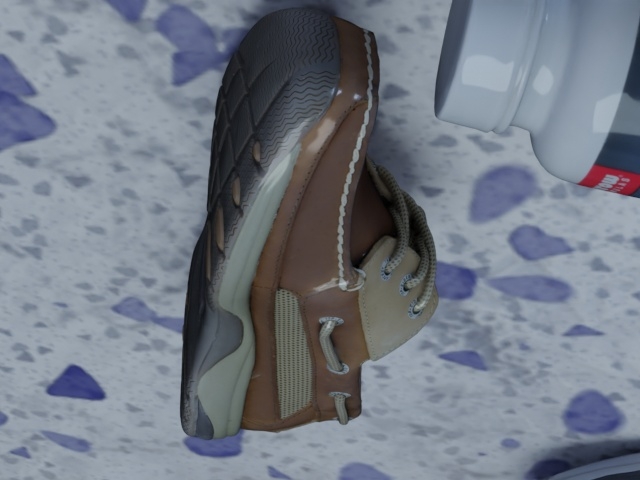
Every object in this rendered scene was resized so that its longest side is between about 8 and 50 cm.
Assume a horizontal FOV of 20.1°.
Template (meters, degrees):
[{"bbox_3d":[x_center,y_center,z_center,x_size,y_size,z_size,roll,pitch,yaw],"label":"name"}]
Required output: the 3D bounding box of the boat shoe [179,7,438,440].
[{"bbox_3d":[0.000,0.000,0.887,0.116,0.123,0.324,6,152,-7],"label":"boat shoe"}]

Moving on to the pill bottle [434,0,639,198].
[{"bbox_3d":[0.143,-0.069,0.753,0.180,0.108,0.108,12,145,-3],"label":"pill bottle"}]

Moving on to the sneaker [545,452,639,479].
[{"bbox_3d":[0.276,0.237,1.084,0.321,0.180,0.125,8,145,1],"label":"sneaker"}]
